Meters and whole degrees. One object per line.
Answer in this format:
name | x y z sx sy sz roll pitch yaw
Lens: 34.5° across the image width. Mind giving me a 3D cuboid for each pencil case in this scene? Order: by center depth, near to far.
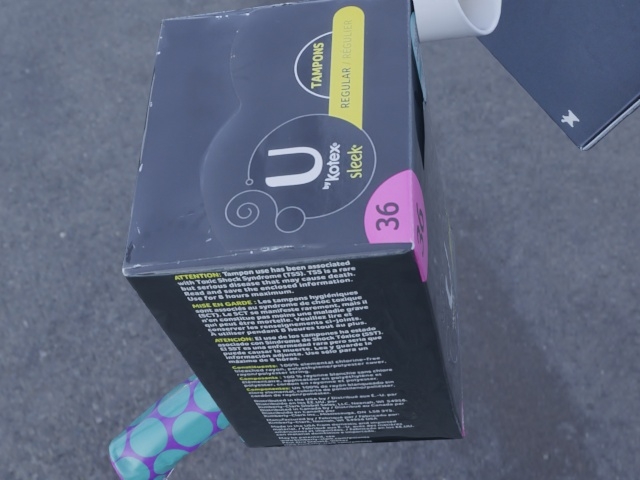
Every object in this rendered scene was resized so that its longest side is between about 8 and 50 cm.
pencil case | -0.131 0.181 1.012 0.152 0.070 0.064 -38 21 5

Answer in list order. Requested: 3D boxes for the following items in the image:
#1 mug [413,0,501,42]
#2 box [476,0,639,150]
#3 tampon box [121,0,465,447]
mug | 0.057 -0.137 0.552 0.064 0.062 0.078 -10 34 35
box | 0.223 -0.306 0.794 0.312 0.179 0.343 -39 83 -24
tampon box | 0.000 0.000 0.424 0.101 0.161 0.120 -5 57 10
